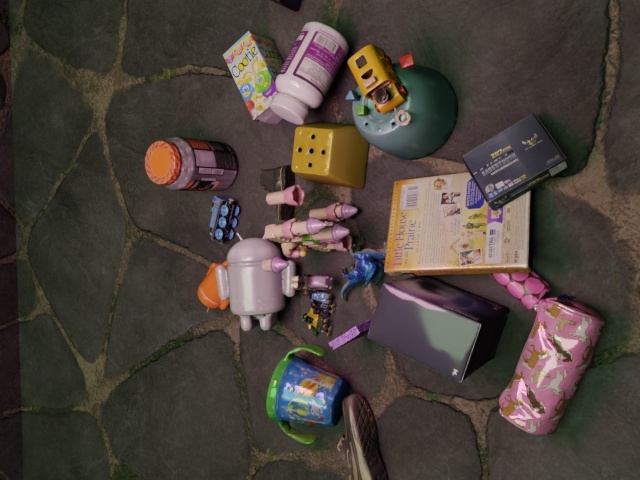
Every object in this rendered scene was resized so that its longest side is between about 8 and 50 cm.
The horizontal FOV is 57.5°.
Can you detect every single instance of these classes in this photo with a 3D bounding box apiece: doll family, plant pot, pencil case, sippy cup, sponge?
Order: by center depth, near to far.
[{"bbox_3d":[0.622,0.341,1.591,0.167,0.160,0.385,41,119,60],"label":"pencil case"},{"bbox_3d":[0.553,0.095,1.661,0.098,0.095,0.209,-39,71,-11],"label":"pencil case"},{"bbox_3d":[0.230,-0.393,1.745,0.293,0.235,0.292,3,95,33],"label":"plant pot"},{"bbox_3d":[0.125,0.289,1.869,0.117,0.210,0.031,-38,75,29],"label":"sponge"},{"bbox_3d":[0.020,-0.287,1.913,0.212,0.187,0.212,11,99,32],"label":"plant pot"},{"bbox_3d":[-0.033,0.527,1.991,0.224,0.240,0.305,10,137,21],"label":"sippy cup"},{"bbox_3d":[-0.014,0.245,2.040,0.111,0.076,0.192,14,96,35],"label":"doll family"}]

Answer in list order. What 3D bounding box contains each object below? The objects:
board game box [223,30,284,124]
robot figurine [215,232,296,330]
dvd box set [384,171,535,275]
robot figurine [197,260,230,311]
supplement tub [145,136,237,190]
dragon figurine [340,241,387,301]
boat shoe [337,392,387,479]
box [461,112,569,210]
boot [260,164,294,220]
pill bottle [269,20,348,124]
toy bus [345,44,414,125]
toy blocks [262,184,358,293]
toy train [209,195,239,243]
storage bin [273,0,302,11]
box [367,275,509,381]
[{"bbox_3d":[-0.203,-0.571,2.062,0.144,0.142,0.275,-32,76,30],"label":"board game box"},{"bbox_3d":[-0.229,0.142,2.090,0.300,0.200,0.353,-5,91,8],"label":"robot figurine"},{"bbox_3d":[0.399,-0.049,1.695,0.421,0.062,0.307,-5,66,32],"label":"dvd box set"},{"bbox_3d":[-0.387,0.172,2.237,0.158,0.128,0.219,42,114,0],"label":"robot figurine"},{"bbox_3d":[-0.473,-0.279,2.149,0.194,0.316,0.193,2,94,33],"label":"supplement tub"},{"bbox_3d":[0.154,0.102,1.912,0.144,0.085,0.289,30,107,28],"label":"dragon figurine"},{"bbox_3d":[0.116,0.694,1.948,0.130,0.132,0.355,-15,84,32],"label":"boat shoe"},{"bbox_3d":[0.532,-0.217,1.609,0.233,0.059,0.183,-31,53,18],"label":"box"},{"bbox_3d":[-0.164,-0.169,2.113,0.137,0.077,0.197,0,80,37],"label":"boot"},{"bbox_3d":[-0.043,-0.537,1.895,0.169,0.169,0.301,24,83,29],"label":"pill bottle"},{"bbox_3d":[0.155,-0.429,1.589,0.202,0.104,0.190,20,104,30],"label":"toy bus"},{"bbox_3d":[0.000,0.000,1.858,0.260,0.289,0.308,-4,76,38],"label":"toy blocks"},{"bbox_3d":[-0.377,-0.082,2.245,0.105,0.080,0.184,28,110,37],"label":"toy train"},{"bbox_3d":[-0.104,-0.893,1.990,0.084,0.122,0.180,36,111,26],"label":"storage bin"},{"bbox_3d":[0.345,0.236,1.677,0.296,0.294,0.182,22,104,29],"label":"box"}]
